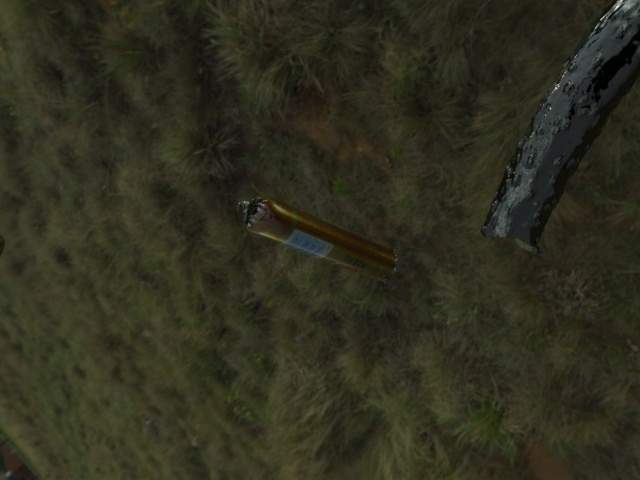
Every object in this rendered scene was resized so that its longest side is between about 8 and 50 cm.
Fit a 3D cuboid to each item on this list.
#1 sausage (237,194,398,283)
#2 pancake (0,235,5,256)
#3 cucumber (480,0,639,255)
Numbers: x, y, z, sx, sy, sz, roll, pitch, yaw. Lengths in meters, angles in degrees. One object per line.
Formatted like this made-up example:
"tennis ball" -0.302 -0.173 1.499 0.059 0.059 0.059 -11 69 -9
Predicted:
"sausage" 0.000 0.000 0.934 0.372 0.082 0.082 22 157 -37
"pancake" -0.303 -0.008 0.266 0.212 0.029 0.235 3 171 -4
"cucumber" 0.263 -0.121 0.530 0.081 0.072 0.303 20 120 6
